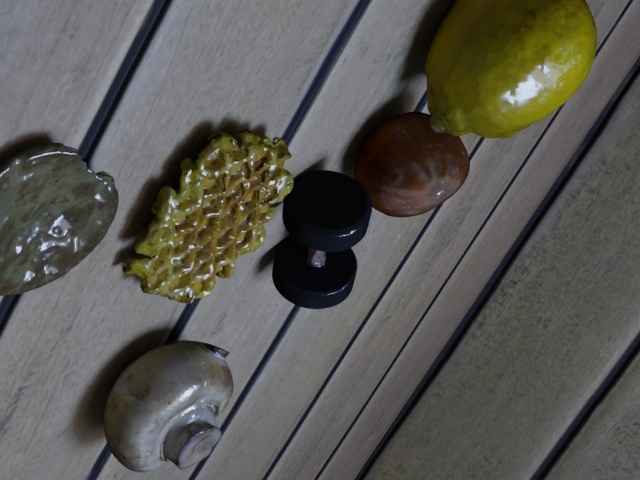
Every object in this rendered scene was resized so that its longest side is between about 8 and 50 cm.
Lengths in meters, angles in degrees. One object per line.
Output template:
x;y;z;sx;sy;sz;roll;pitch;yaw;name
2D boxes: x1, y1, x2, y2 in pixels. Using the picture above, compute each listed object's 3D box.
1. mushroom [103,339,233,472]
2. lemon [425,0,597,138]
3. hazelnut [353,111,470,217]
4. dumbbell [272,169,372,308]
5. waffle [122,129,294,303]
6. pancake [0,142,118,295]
-0.245;0.272;1.760;0.255;0.184;0.255;-28;147;-20;mushroom
0.329;-0.324;1.848;0.285;0.285;0.316;92;21;-57;lemon
0.164;-0.132;1.916;0.214;0.214;0.176;-47;128;-13;hazelnut
0.000;0.000;1.857;0.152;0.152;0.218;-37;154;-34;dumbbell
-0.157;-0.037;1.596;0.302;0.068;0.325;-54;161;6;waffle
-0.343;-0.023;1.271;0.222;0.042;0.236;-53;156;17;pancake
